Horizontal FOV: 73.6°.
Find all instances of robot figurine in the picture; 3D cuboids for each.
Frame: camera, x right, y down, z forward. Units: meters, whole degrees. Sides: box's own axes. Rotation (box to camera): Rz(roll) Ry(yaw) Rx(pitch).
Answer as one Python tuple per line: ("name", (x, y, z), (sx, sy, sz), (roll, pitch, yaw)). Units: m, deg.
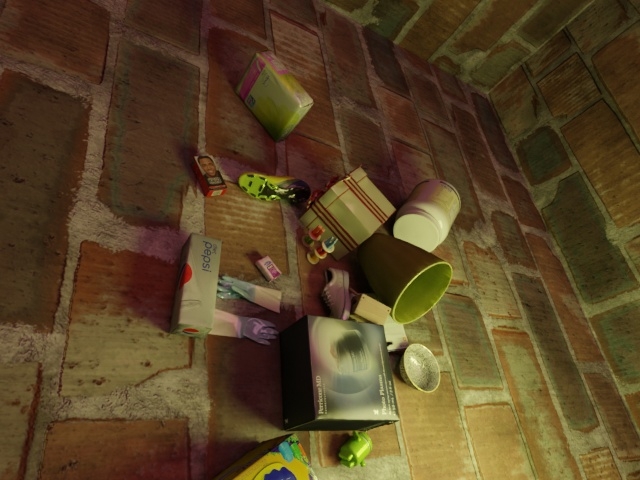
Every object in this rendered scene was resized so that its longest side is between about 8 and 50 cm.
("robot figurine", (0.106, 0.612, 1.256), (0.115, 0.067, 0.101), (-23, 105, -43))

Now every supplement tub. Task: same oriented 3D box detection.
("supplement tub", (0.473, -0.109, 1.903), (0.235, 0.235, 0.325), (45, 45, -4))

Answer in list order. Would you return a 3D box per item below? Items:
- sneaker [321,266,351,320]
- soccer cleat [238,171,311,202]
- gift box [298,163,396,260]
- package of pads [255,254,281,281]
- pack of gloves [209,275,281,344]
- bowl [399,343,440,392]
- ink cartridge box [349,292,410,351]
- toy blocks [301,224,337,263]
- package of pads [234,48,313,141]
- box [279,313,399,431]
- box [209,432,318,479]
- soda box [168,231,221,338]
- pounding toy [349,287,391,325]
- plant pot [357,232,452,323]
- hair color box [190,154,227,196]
("sneaker", (0.046, 0.199, 1.477), (0.092, 0.094, 0.258), (17, 37, -13))
("soccer cleat", (-0.175, -0.204, 1.597), (0.290, 0.093, 0.121), (8, 27, -29))
("gift box", (0.109, -0.127, 1.619), (0.258, 0.276, 0.255), (47, 39, 0))
("package of pads", (-0.174, 0.093, 1.417), (0.083, 0.032, 0.050), (52, 47, 4))
("pack of gloves", (-0.219, 0.206, 1.298), (0.232, 0.046, 0.194), (19, 51, -27))
("bowl", (0.337, 0.462, 1.526), (0.170, 0.080, 0.170), (20, 52, -27))
("ink cartridge box", (0.206, 0.301, 1.558), (0.224, 0.045, 0.223), (5, 59, -33))
("toy blocks", (0.000, 0.000, 1.530), (0.054, 0.148, 0.123), (0, 62, -38))
("package of pads", (-0.188, -0.584, 1.722), (0.296, 0.229, 0.101), (51, 45, 1))
("box", (0.051, 0.402, 1.278), (0.294, 0.183, 0.296), (13, 54, -29))
("box", (-0.139, 0.652, 0.966), (0.290, 0.177, 0.279), (-20, 76, -44))
("soda box", (-0.353, 0.125, 1.216), (0.098, 0.091, 0.286), (18, 52, -27))
("pounding toy", (0.152, 0.226, 1.457), (0.130, 0.141, 0.100), (28, 73, -5))
("plant pot", (0.273, 0.105, 1.562), (0.275, 0.274, 0.293), (-5, 37, -40))
("hair color box", (-0.381, -0.221, 1.461), (0.072, 0.043, 0.141), (-16, 71, -42))
